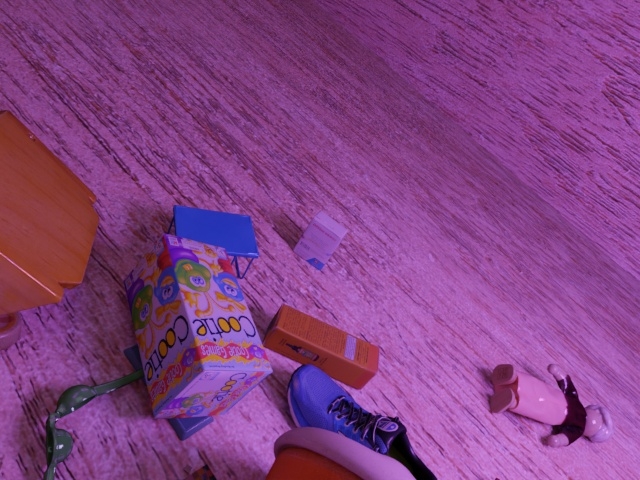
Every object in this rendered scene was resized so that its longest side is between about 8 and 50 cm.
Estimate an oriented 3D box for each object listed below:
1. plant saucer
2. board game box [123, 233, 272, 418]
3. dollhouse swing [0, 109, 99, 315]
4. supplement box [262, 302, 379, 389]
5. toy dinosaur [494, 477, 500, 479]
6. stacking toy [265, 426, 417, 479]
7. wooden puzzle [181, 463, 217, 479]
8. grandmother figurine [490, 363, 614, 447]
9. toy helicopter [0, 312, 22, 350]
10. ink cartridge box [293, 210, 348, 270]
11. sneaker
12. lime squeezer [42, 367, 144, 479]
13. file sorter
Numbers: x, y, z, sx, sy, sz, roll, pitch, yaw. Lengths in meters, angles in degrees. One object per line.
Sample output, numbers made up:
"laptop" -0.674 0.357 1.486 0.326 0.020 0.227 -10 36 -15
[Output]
"plant saucer" -0.263 0.249 0.840 0.067 0.018 0.192 -22 64 -46
"board game box" -0.221 0.145 0.842 0.142 0.144 0.275 18 34 -48
"dollhouse swing" -0.609 -0.014 0.787 0.315 0.305 0.346 55 5 -35
"supplement box" 0.003 0.221 1.006 0.234 0.078 0.080 26 39 -10
"toy dinosaur" 0.367 0.516 0.955 0.047 0.090 0.082 16 71 -44
"stacking toy" -0.042 0.500 0.553 0.351 0.350 0.480 40 55 9
"wooden puzzle" -0.185 0.385 0.755 0.049 0.006 0.083 -18 61 -45
"grandmother figurine" 0.584 0.411 1.200 0.343 0.104 0.207 26 66 -13
"toy helicopter" -0.585 0.168 0.644 0.235 0.140 0.355 31 26 12
"ink cartridge box" 0.000 0.000 1.203 0.089 0.122 0.052 37 38 4
"sneaker" 0.081 0.342 0.874 0.330 0.147 0.130 42 39 13
"lime squeezer" -0.356 0.287 0.712 0.110 0.059 0.310 48 35 -25
"file sorter" -0.238 0.012 1.040 0.171 0.104 0.118 8 44 -29
